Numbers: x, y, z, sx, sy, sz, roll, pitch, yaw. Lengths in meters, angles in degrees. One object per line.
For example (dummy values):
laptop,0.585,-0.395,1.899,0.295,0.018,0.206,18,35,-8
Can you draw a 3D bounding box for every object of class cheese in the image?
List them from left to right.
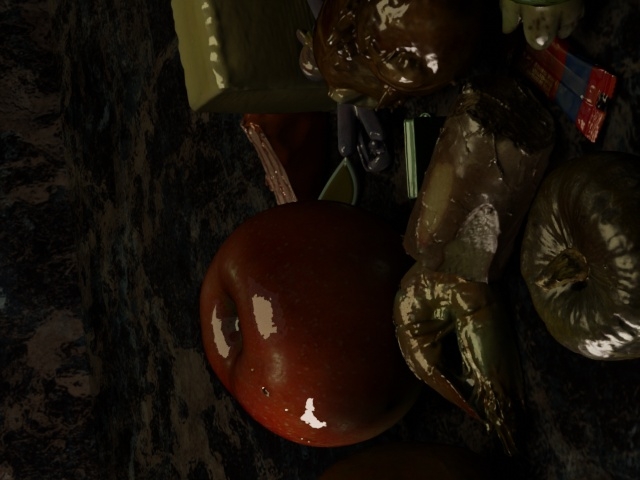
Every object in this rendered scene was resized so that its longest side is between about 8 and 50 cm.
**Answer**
cheese,-0.084,-0.323,2.053,0.124,0.242,0.265,-29,68,52

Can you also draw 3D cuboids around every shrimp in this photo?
shrimp,0.178,0.141,1.753,0.267,0.145,0.061,65,-167,7

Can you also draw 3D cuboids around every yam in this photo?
yam,0.187,-0.065,1.667,0.128,0.129,0.238,47,135,33

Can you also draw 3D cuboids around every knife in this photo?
knife,-0.001,-0.001,2.167,0.061,0.027,0.343,38,136,14

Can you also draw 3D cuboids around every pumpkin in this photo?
pumpkin,0.284,0.018,1.442,0.219,0.162,0.219,32,126,56

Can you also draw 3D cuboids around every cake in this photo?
cake,-0.051,-0.112,2.191,0.098,0.135,0.287,19,122,47

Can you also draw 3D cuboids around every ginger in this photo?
ginger,0.089,-0.246,1.707,0.254,0.176,0.418,-66,12,-22

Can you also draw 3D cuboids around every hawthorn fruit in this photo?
hawthorn fruit,0.089,0.377,1.744,0.268,0.301,0.267,-4,-90,-90

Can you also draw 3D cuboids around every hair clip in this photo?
hair clip,0.046,-0.233,1.966,0.090,0.137,0.278,-1,-105,-72

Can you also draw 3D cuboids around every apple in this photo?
apple,-0.007,0.111,1.933,0.348,0.277,0.348,21,114,61

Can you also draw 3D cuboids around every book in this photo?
book,0.136,-0.108,1.781,0.017,0.135,0.103,-1,95,25

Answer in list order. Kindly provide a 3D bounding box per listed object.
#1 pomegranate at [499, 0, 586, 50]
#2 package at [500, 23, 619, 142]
pomegranate,0.209,-0.318,1.436,0.306,0.242,0.242,111,144,-44
package,0.264,-0.193,1.598,0.200,0.022,0.083,53,141,46
